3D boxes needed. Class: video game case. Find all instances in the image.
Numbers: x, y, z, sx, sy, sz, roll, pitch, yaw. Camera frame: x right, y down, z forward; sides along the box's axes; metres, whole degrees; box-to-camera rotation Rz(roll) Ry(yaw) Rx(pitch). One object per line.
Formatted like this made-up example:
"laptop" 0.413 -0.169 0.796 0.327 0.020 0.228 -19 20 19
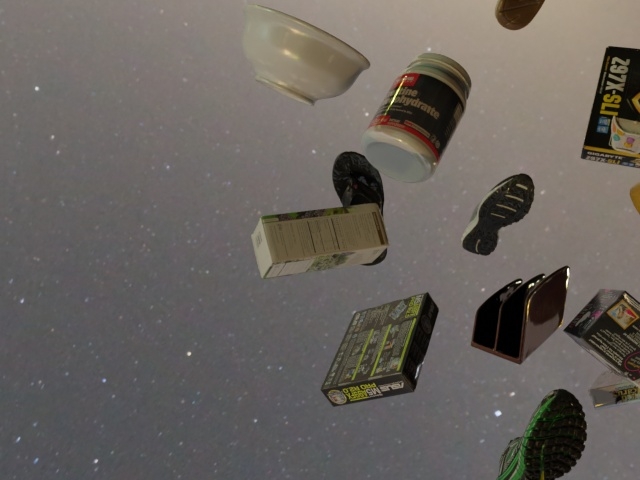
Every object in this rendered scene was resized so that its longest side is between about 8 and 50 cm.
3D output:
"video game case" 0.867 0.373 1.637 0.270 0.244 0.061 -1 -110 -58

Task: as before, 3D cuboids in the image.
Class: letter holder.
"letter holder" 0.580 0.181 1.762 0.152 0.214 0.302 18 -153 37

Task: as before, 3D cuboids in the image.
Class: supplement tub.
"supplement tub" 0.234 -0.293 1.476 0.191 0.191 0.272 33 -110 -10

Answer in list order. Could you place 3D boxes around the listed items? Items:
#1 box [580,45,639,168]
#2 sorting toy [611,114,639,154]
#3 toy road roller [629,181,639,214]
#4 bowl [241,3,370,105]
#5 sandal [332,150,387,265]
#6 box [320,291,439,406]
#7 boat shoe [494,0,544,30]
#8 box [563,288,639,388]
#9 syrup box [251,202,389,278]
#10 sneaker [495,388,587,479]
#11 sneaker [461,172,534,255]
"box" 0.854 -0.347 1.619 0.257 0.079 0.321 13 -105 22
"sorting toy" 0.596 -0.194 1.181 0.083 0.075 0.044 17 -113 20
"toy road roller" 0.515 -0.159 0.773 0.330 0.202 0.240 -15 -111 -37
"bowl" -0.052 -0.381 1.329 0.298 0.134 0.298 23 -172 -4
"sandal" 0.157 -0.101 2.156 0.107 0.168 0.445 -97 -9 -65
"box" 0.139 0.245 1.397 0.060 0.216 0.270 56 -145 -20
"boat shoe" 0.502 -0.638 1.364 0.122 0.341 0.110 31 -153 -13
"box" 0.660 0.211 1.353 0.163 0.142 0.247 42 -173 13
"syrup box" 0.000 0.000 1.163 0.237 0.093 0.096 -9 -109 -21
"sneaker" 0.470 0.472 1.375 0.134 0.343 0.146 15 -160 -12
"sneaker" 0.407 -0.075 1.431 0.100 0.271 0.108 20 -123 -3
